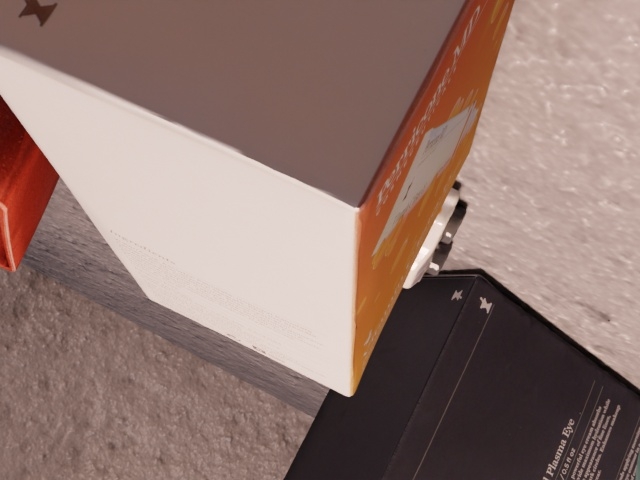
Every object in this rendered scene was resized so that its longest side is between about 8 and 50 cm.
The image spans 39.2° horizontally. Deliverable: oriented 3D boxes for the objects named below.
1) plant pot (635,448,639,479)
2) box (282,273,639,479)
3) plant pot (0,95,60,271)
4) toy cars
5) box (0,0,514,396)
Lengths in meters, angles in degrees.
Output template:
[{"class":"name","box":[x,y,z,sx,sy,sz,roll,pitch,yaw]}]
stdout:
[{"class":"plant pot","box":[0.269,0.050,0.335,0.293,0.293,0.235,16,145,33]},{"class":"box","box":[0.155,0.257,0.964,0.312,0.343,0.179,36,161,-23]},{"class":"plant pot","box":[-0.263,-0.161,0.594,0.267,0.235,0.267,31,162,-10]},{"class":"toy cars","box":[0.000,0.000,0.897,0.176,0.087,0.394,39,160,-31]},{"class":"box","box":[-0.010,-0.072,0.502,0.168,0.215,0.345,25,163,10]}]
